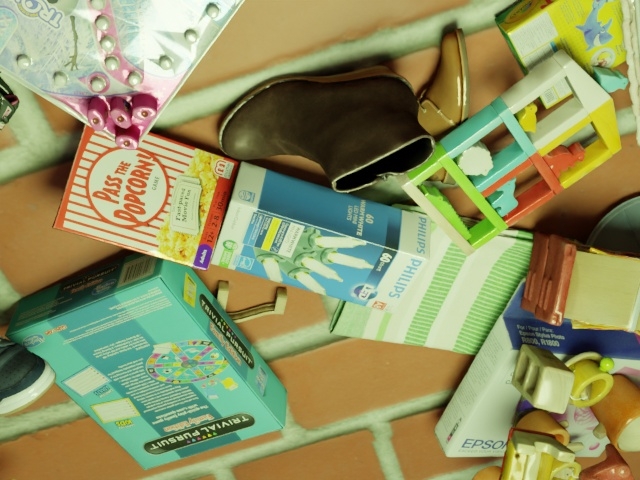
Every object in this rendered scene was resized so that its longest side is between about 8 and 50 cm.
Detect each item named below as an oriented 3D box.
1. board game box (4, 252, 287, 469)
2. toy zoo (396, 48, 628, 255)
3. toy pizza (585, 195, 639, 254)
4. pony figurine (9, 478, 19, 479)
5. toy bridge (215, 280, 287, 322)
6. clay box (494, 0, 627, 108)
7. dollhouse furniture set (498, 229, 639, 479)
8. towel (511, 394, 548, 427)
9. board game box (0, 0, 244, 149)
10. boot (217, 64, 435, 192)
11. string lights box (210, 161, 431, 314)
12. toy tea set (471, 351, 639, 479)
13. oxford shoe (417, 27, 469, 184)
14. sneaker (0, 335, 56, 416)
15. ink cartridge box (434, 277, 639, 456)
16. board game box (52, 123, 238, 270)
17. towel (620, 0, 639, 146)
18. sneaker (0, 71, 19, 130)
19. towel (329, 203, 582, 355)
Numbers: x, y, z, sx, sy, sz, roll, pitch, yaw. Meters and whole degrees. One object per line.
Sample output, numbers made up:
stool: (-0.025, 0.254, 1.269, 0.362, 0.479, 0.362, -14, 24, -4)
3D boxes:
board game box: (-0.238, 0.179, 1.176, 0.254, 0.079, 0.336, -20, 126, 17)
toy zoo: (0.261, -0.114, 1.031, 0.293, 0.030, 0.192, -36, 136, 13)
toy pizza: (0.474, 0.025, 1.201, 0.201, 0.032, 0.201, -3, 109, -9)
pony figurine: (-0.623, 0.433, 1.232, 0.363, 0.303, 0.351, -34, 90, 19)
toy bridge: (-0.145, 0.090, 1.180, 0.188, 0.026, 0.063, 6, 124, -11)
clay box: (0.339, -0.274, 0.981, 0.222, 0.053, 0.127, -32, 125, 12)
dollhouse furniture set: (0.366, 0.185, 1.102, 0.201, 0.152, 0.374, 11, 96, -2)
towel: (0.330, 0.256, 1.251, 0.060, 0.009, 0.083, -3, 126, -15)
board game box: (-0.250, -0.335, 0.828, 0.390, 0.050, 0.390, 32, 108, -26)
boot: (-0.003, -0.120, 0.944, 0.248, 0.207, 0.090, -20, 125, 6)
string lights box: (0.000, 0.000, 1.068, 0.260, 0.077, 0.133, 16, 139, -8)
toy tea set: (0.384, 0.331, 1.238, 0.200, 0.124, 0.336, 19, 115, -34)
oxford shoe: (0.146, -0.163, 1.022, 0.076, 0.076, 0.212, 4, 125, 0)
sneaker: (-0.466, 0.128, 1.048, 0.282, 0.099, 0.153, 7, 129, 39)
ink cartridge box: (0.389, 0.218, 1.292, 0.324, 0.071, 0.330, 7, 125, -23)
board game box: (-0.216, -0.057, 1.011, 0.193, 0.045, 0.147, 17, 84, -19)
towel: (0.493, -0.299, 0.946, 0.317, 0.053, 0.332, -30, 126, -6)
sneaker: (-0.394, -0.148, 0.956, 0.077, 0.072, 0.178, -2, 131, -19)
towel: (0.204, 0.073, 1.213, 0.325, 0.038, 0.248, 10, 123, -15)
